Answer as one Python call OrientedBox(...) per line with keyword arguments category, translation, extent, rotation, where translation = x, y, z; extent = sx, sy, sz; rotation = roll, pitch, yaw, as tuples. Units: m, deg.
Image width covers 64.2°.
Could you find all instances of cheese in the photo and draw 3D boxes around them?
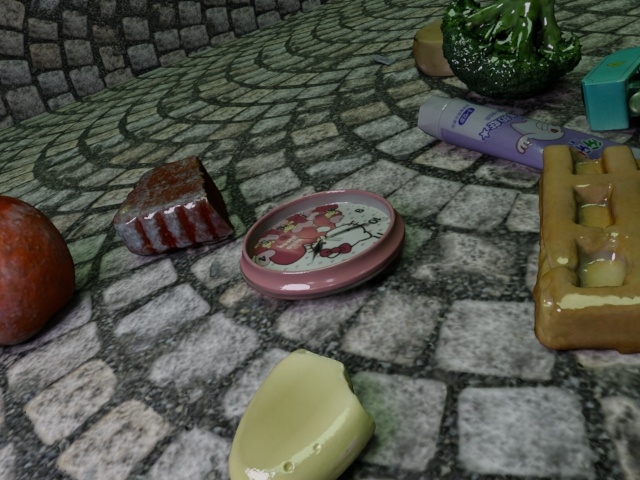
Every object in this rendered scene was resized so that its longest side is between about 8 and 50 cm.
OrientedBox(category="cheese", translation=(-0.046, 0.206, 0.443), extent=(0.127, 0.050, 0.255), rotation=(10, 42, 34))

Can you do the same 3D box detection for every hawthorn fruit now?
OrientedBox(category="hawthorn fruit", translation=(-0.496, 0.042, 0.760), extent=(0.235, 0.263, 0.231), rotation=(8, 54, -9))

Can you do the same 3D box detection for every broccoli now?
OrientedBox(category="broccoli", translation=(0.383, -0.427, 1.008), extent=(0.297, 0.297, 0.297), rotation=(10, 41, -9))

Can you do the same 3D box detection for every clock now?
OrientedBox(category="clock", translation=(0.000, 0.001, 0.734), extent=(0.244, 0.056, 0.244), rotation=(-12, 30, 7))

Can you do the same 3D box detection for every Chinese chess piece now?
OrientedBox(category="Chinese chess piece", translation=(0.367, -0.511, 1.322), extent=(0.251, 0.097, 0.251), rotation=(-13, 32, 8))

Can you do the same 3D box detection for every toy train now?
OrientedBox(category="toy train", translation=(0.525, -0.256, 0.839), extent=(0.154, 0.107, 0.198), rotation=(8, 39, 47))

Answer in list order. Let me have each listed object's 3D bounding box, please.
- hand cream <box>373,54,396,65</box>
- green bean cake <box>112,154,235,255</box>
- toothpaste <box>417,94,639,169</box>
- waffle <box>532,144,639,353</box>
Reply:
OrientedBox(category="hand cream", translation=(0.189, -0.544, 1.537), extent=(0.030, 0.019, 0.093), rotation=(-29, 35, -16))
OrientedBox(category="green bean cake", translation=(-0.249, -0.069, 0.926), extent=(0.198, 0.097, 0.233), rotation=(-15, 31, 6))
OrientedBox(category="toothpaste", translation=(0.323, -0.167, 0.841), extent=(0.125, 0.080, 0.371), rotation=(-30, 41, -26))
OrientedBox(category="waffle", translation=(0.404, -0.009, 0.523), extent=(0.348, 0.077, 0.304), rotation=(-3, 38, 25))
